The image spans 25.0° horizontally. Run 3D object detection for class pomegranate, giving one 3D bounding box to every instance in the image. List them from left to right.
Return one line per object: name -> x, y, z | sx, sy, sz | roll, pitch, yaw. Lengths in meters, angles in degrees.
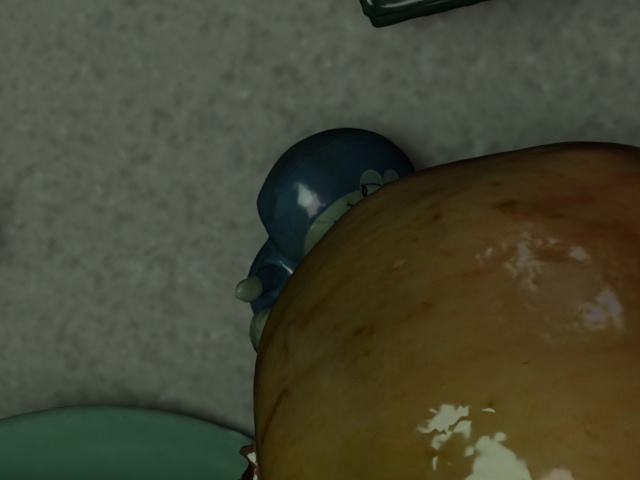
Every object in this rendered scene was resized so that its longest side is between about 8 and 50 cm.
pomegranate -> 0.066, 0.057, 0.441 | 0.191, 0.191, 0.191 | 2, 101, 8

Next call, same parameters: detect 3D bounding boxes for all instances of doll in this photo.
doll -> 0.000, 0.000, 0.514 | 0.050, 0.076, 0.083 | 36, 115, 38

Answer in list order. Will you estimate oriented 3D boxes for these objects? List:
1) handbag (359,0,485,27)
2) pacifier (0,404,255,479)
handbag -> 0.077, -0.249, 0.443 | 0.238, 0.089, 0.326 | -13, 100, 11
pacifier -> -0.102, 0.231, 0.493 | 0.288, 0.343, 0.269 | 19, 141, -12
